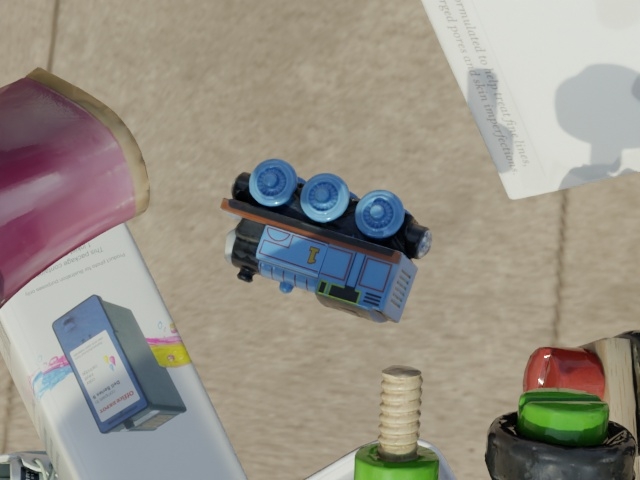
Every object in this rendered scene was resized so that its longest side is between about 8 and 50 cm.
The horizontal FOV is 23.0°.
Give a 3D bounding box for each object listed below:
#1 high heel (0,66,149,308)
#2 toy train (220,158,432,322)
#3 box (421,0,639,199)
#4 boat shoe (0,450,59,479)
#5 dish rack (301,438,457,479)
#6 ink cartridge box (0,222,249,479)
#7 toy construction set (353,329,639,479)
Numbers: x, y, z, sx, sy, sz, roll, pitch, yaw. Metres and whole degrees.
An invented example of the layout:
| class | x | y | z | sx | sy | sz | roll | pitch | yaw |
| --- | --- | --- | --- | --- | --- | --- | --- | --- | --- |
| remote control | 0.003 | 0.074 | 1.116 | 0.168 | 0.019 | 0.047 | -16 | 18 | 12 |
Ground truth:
| class | x | y | z | sx | sy | sz | roll | pitch | yaw |
| --- | --- | --- | --- | --- | --- | --- | --- | --- | --- |
| high heel | -0.164 | -0.022 | 0.466 | 0.117 | 0.244 | 0.082 | -31 | 131 | -32 |
| toy train | 0.000 | 0.000 | 1.321 | 0.184 | 0.080 | 0.105 | 17 | 81 | 18 |
| box | 0.158 | -0.140 | 0.808 | 0.181 | 0.182 | 0.119 | 64 | 32 | -23 |
| boat shoe | -0.237 | 0.213 | 1.278 | 0.226 | 0.076 | 0.083 | -7 | 58 | 1 |
| dish rack | -0.016 | 0.306 | 1.104 | 0.333 | 0.072 | 0.285 | -30 | 130 | -2 |
| ink cartridge box | -0.135 | 0.086 | 0.962 | 0.093 | 0.154 | 0.212 | -22 | 77 | -16 |
| toy construction set | 0.202 | 0.171 | 0.681 | 0.309 | 0.257 | 0.237 | -9 | 106 | -47 |
